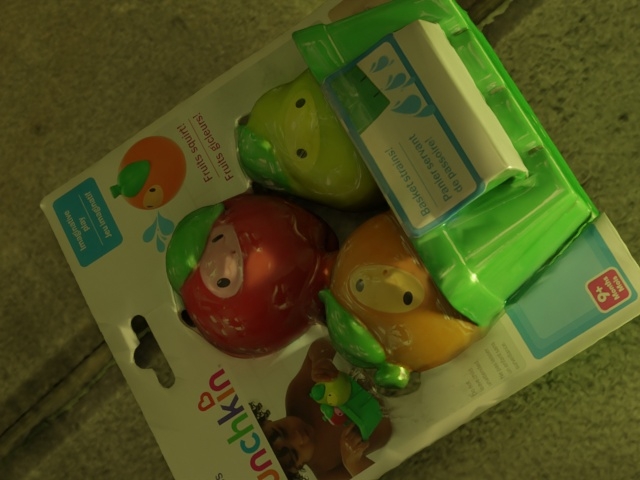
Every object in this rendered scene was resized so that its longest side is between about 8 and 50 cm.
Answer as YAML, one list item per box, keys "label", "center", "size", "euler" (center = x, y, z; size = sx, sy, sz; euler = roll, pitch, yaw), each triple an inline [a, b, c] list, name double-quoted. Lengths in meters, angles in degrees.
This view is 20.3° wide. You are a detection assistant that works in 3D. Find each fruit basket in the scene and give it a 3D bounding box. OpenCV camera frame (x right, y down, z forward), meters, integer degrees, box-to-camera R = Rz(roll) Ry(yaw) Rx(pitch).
- label: "fruit basket"
  center: [0.000, 0.000, 1.239]
  size: [0.353, 0.165, 0.327]
  euler: [-31, 67, 5]
